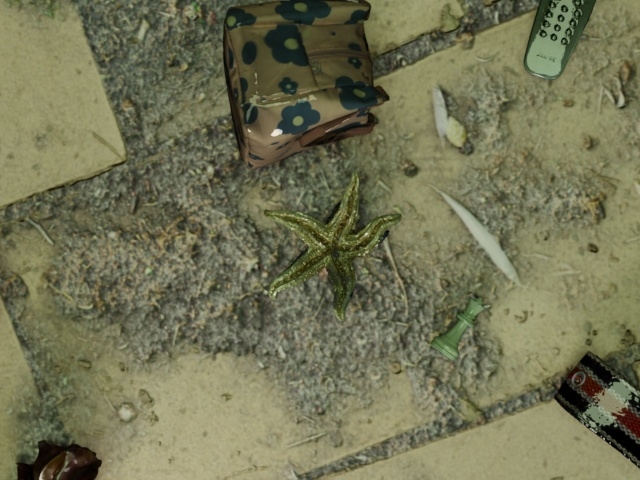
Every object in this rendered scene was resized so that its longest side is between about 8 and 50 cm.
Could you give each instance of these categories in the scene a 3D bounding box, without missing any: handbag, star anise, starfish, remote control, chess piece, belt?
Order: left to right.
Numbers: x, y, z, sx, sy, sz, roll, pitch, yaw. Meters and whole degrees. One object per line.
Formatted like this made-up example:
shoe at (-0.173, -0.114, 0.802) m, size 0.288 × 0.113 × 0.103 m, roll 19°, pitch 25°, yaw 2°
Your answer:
star anise at (-0.358, 0.368, 1.736) m, size 0.220 × 0.125 × 0.190 m, roll -21°, pitch 89°, yaw 33°
handbag at (-0.024, -0.205, 1.634) m, size 0.193 × 0.251 × 0.190 m, roll -8°, pitch 83°, yaw -4°
starfish at (0.000, 0.000, 1.727) m, size 0.176 × 0.053 × 0.208 m, roll 34°, pitch 91°, yaw 4°
chess piece at (0.191, 0.115, 1.721) m, size 0.042 × 0.042 × 0.093 m, roll 36°, pitch 89°, yaw 3°
remote control at (0.331, -0.322, 1.698) m, size 0.072 × 0.042 × 0.222 m, roll 21°, pitch 92°, yaw 4°
belt at (0.468, 0.287, 1.659) m, size 0.359 × 0.126 × 0.094 m, roll 40°, pitch 104°, yaw 12°
